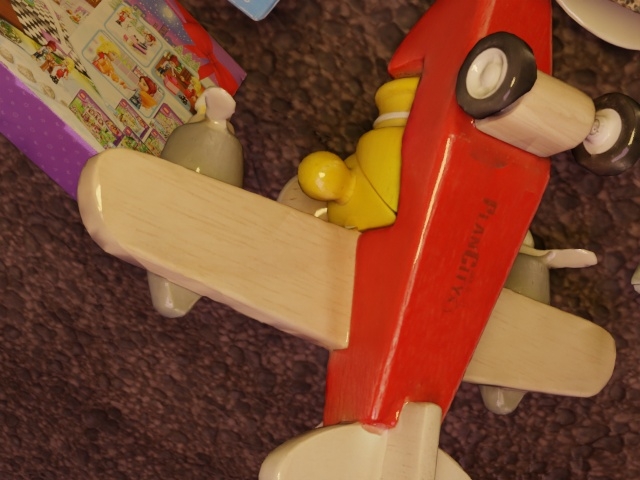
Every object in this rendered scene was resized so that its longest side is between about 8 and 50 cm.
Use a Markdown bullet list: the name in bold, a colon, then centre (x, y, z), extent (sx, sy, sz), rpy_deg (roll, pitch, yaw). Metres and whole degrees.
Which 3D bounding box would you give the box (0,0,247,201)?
- **box**: centre (-0.201, -0.164, 0.889), extent (0.057, 0.201, 0.293), rpy_deg (-30, 113, 37)

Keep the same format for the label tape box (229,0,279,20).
- **label tape box**: centre (-0.100, -0.347, 0.762), extent (0.348, 0.115, 0.249), rpy_deg (37, 133, -10)

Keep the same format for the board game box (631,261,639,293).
- **board game box**: centre (0.400, 0.045, 0.829), extent (0.224, 0.097, 0.303), rpy_deg (33, 167, -12)

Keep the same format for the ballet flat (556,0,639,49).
- **ballet flat**: centre (0.295, -0.165, 0.778), extent (0.483, 0.164, 0.182), rpy_deg (27, 153, 3)

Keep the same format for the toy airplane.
- **toy airplane**: centre (0.048, 0.028, 0.885), extent (0.272, 0.384, 0.386), rpy_deg (24, 139, 55)
